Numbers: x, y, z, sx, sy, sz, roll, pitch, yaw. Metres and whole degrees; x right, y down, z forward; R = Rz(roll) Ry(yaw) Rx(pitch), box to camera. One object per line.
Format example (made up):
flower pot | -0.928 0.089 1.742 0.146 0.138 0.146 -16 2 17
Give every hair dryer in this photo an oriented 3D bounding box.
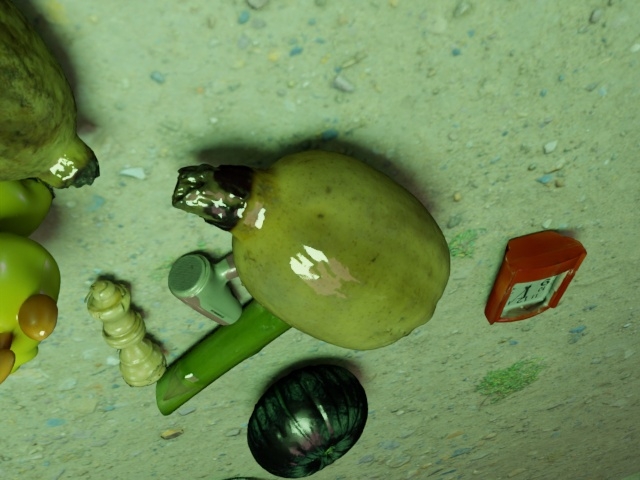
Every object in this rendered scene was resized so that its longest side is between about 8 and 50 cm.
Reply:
hair dryer | -0.086 0.035 0.653 0.154 0.054 0.106 -32 142 6

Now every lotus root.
lotus root | -0.247 -0.103 0.382 0.138 0.138 0.214 -30 139 10
lotus root | 0.000 0.000 0.559 0.310 0.182 0.183 31 118 -34

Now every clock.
clock | 0.304 0.058 0.825 0.113 0.061 0.155 -13 141 -8

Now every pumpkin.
pumpkin | -0.020 0.273 0.863 0.202 0.140 0.202 -24 144 -19

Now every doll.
doll | -0.268 0.025 0.441 0.143 0.220 0.135 -20 143 4

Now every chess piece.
chess piece | -0.232 0.107 0.665 0.060 0.060 0.172 -14 136 -8

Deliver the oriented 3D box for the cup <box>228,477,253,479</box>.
cup | -0.198 0.617 1.129 0.196 0.196 0.279 10 123 -30

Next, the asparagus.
asparagus | -0.127 0.142 0.742 0.278 0.060 0.067 -37 156 17
